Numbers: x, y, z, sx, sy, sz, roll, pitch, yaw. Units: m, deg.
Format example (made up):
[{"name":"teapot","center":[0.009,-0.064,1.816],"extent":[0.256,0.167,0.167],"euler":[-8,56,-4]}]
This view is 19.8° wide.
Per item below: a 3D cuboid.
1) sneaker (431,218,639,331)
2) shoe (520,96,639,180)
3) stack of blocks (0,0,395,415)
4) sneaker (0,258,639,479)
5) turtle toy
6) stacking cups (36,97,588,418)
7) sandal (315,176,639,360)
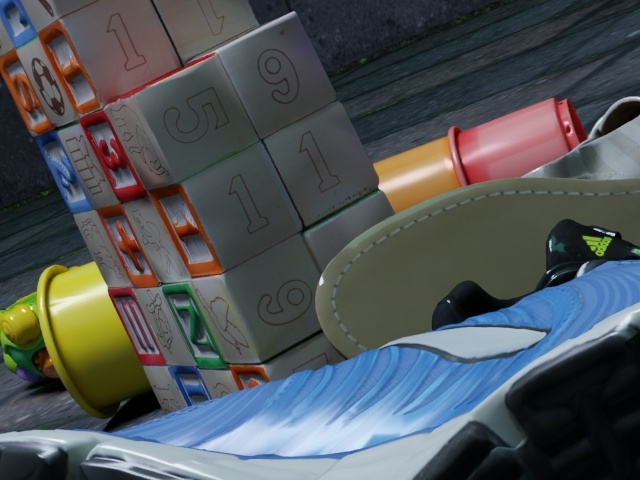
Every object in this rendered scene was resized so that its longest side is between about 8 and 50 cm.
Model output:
[{"name":"sneaker","center":[0.108,0.023,0.608],"extent":[0.170,0.075,0.063],"euler":[-21,9,27]},{"name":"shoe","center":[0.162,-0.047,0.913],"extent":[0.076,0.058,0.219],"euler":[-38,0,40]},{"name":"stack of blocks","center":[-0.067,-0.055,0.852],"extent":[0.087,0.297,0.171],"euler":[-28,7,-22]},{"name":"sneaker","center":[0.034,0.079,0.413],"extent":[0.330,0.129,0.147],"euler":[-15,-2,36]},{"name":"turtle toy","center":[-0.186,0.064,1.277],"extent":[0.095,0.066,0.130],"euler":[-30,9,-31]},{"name":"stacking cups","center":[0.000,0.000,1.029],"extent":[0.316,0.096,0.096],"euler":[-23,8,11]},{"name":"sandal","center":[0.120,0.015,0.721],"extent":[0.240,0.088,0.079],"euler":[-19,-24,-2]}]
